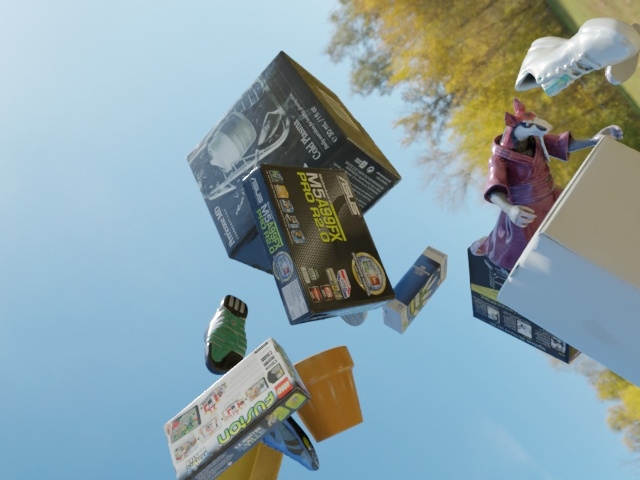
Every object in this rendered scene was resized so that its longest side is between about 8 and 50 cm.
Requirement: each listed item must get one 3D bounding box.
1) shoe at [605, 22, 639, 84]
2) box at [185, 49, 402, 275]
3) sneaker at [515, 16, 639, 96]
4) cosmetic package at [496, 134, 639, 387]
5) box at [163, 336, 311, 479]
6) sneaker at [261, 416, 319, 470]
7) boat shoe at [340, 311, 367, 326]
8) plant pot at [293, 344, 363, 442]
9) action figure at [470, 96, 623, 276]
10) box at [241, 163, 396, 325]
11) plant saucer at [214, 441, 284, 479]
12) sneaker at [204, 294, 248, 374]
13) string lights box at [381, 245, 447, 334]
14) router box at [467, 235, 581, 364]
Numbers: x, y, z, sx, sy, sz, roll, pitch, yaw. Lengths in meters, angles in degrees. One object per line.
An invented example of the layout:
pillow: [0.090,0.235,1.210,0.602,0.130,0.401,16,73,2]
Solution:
shoe: [0.685,-0.418,1.303,0.063,0.081,0.178,34,-110,-11]
box: [-0.100,-0.220,1.706,0.297,0.472,0.480,25,-153,-47]
sneaker: [0.367,-0.254,0.820,0.080,0.094,0.212,36,178,-16]
cosmetic package: [0.398,0.076,0.589,0.366,0.155,0.197,35,162,16]
box: [-0.122,0.243,0.791,0.036,0.207,0.114,51,180,-38]
sneaker: [-0.083,0.450,1.274,0.209,0.082,0.069,54,-178,-10]
boat shoe: [0.053,0.085,1.301,0.226,0.083,0.076,66,-154,-9]
plant pot: [0.012,0.392,1.407,0.205,0.205,0.188,2,-123,-54]
action figure: [0.427,-0.117,1.134,0.370,0.248,0.276,67,171,-23]
box: [0.000,0.000,0.977,0.216,0.060,0.270,-2,-114,-45]
plant saucer: [-0.202,0.556,1.384,0.332,0.081,0.332,66,-149,-47]
sneaker: [-0.203,0.211,1.149,0.083,0.098,0.223,34,-155,-14]
string lights box: [0.298,0.154,1.768,0.077,0.259,0.133,30,153,29]
router box: [0.537,0.149,1.474,0.081,0.309,0.242,-30,-55,-27]
